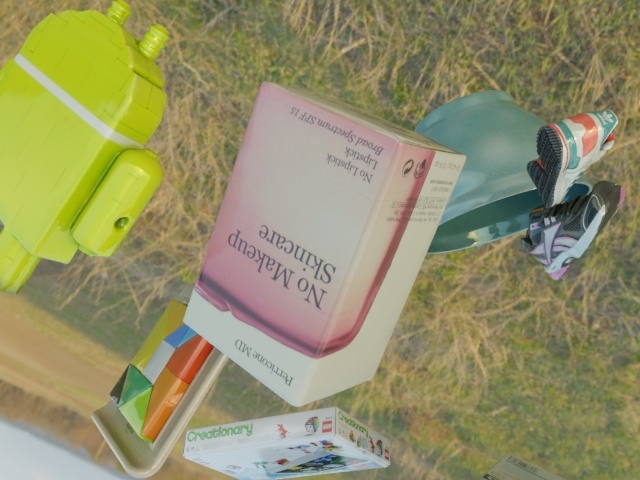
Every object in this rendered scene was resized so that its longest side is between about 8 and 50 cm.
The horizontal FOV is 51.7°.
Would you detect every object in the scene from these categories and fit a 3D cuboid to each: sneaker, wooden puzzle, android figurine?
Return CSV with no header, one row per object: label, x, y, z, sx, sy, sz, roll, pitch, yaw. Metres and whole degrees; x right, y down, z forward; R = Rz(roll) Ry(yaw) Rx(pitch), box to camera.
sneaker,0.262,-0.084,0.680,0.075,0.057,0.161,-22,160,5
wooden puzzle,-0.196,0.159,0.852,0.044,0.239,0.221,43,164,-27
sneaker,0.285,-0.017,0.782,0.077,0.072,0.178,38,152,15
android figurine,-0.239,-0.095,0.603,0.248,0.273,0.056,35,-177,30

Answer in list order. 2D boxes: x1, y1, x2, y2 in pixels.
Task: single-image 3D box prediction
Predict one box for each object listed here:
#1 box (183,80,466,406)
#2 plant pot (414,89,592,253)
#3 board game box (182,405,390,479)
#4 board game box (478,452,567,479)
box,0.000,0.000,0.582,0.148,0.232,0.126,29,-163,30
plant pot,0.263,-0.119,1.085,0.293,0.196,0.293,-14,165,-4
board game box,-0.058,0.359,1.143,0.305,0.053,0.193,-16,143,26
board game box,0.269,0.376,0.770,0.224,0.098,0.303,18,-172,31
